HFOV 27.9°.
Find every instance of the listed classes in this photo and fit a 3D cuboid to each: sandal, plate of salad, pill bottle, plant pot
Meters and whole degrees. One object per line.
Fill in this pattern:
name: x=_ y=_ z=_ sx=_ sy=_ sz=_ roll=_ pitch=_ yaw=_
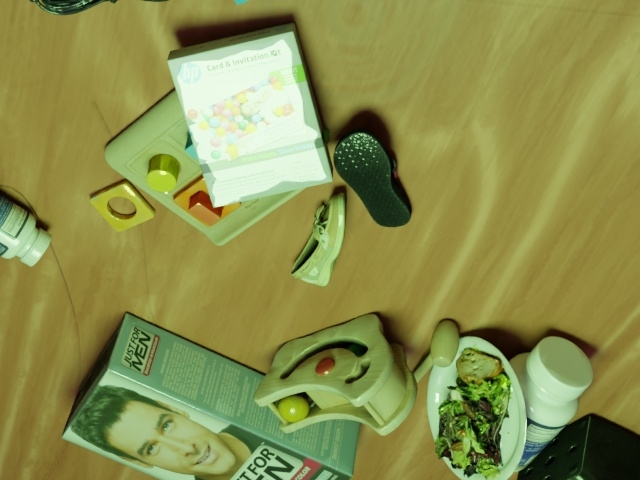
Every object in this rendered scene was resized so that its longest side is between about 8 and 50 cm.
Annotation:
sandal: x=0.063 y=-0.080 z=1.530 sx=0.067 sy=0.040 sz=0.179 roll=-4 pitch=146 yaw=20
plate of salad: x=0.195 y=0.226 z=1.684 sx=0.048 sy=0.199 sz=0.200 roll=-4 pitch=142 yaw=-35
pill bottle: x=0.276 y=0.214 z=1.705 sx=0.112 sy=0.112 sz=0.186 roll=22 pitch=131 yaw=-11
pill bottle: x=-0.407 y=-0.019 z=1.640 sx=0.120 sy=0.067 sz=0.067 roll=35 pitch=128 yaw=-21
plant pot: x=0.372 y=0.359 z=1.784 sx=0.167 sy=0.188 sz=0.187 roll=44 pitch=126 yaw=-13

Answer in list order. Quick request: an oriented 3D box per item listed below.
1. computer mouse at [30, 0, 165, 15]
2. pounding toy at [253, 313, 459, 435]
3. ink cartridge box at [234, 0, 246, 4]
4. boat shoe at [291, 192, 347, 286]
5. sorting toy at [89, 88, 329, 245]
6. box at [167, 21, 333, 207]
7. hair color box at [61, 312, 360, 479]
computer mouse: x=-0.259 y=-0.345 z=1.327 sx=0.184 sy=0.060 sz=0.262 roll=-9 pitch=141 yaw=12
pounding toy: x=0.063 y=0.206 z=1.706 sx=0.270 sy=0.154 sz=0.155 roll=-21 pitch=125 yaw=26
ink cartridge box: x=-0.036 y=-0.327 z=1.299 sx=0.180 sy=0.060 sz=0.104 roll=-21 pitch=125 yaw=26
boat shoe: x=0.000 y=-0.001 z=1.597 sx=0.048 sy=0.056 sz=0.153 roll=10 pitch=140 yaw=-6
sorting toy: x=-0.140 y=-0.082 z=1.550 sx=0.348 sy=0.047 sz=0.196 roll=-33 pitch=119 yaw=33
box: x=-0.076 y=-0.139 z=1.452 sx=0.145 sy=0.038 sz=0.186 roll=-12 pitch=115 yaw=6
hair color box: x=-0.153 y=0.267 z=1.826 sx=0.375 sy=0.113 sz=0.185 roll=26 pitch=131 yaw=-13
